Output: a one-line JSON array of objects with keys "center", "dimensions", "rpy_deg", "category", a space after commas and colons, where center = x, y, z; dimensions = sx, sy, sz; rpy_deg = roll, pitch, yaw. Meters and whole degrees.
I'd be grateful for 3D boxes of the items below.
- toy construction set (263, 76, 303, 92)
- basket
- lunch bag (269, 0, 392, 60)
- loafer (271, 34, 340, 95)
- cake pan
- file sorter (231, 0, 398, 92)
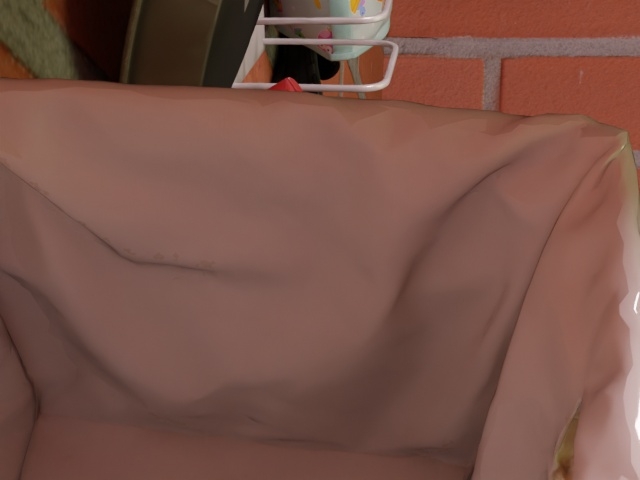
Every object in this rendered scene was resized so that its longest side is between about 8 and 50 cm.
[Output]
[{"center": [0.000, 0.000, 0.963], "dimensions": [0.237, 0.309, 0.257], "rpy_deg": [-47, 130, -71], "category": "toy construction set"}, {"center": [-0.055, 0.138, 0.466], "dimensions": [0.266, 0.331, 0.328], "rpy_deg": [91, 6, -52], "category": "basket"}, {"center": [0.012, -0.362, 1.390], "dimensions": [0.262, 0.160, 0.223], "rpy_deg": [-87, 175, -54], "category": "lunch bag"}, {"center": [-0.013, -0.230, 1.507], "dimensions": [0.076, 0.078, 0.223], "rpy_deg": [83, 12, -49], "category": "loafer"}, {"center": [-0.074, -0.205, 0.864], "dimensions": [0.293, 0.054, 0.293], "rpy_deg": [-161, -90, -89], "category": "cake pan"}, {"center": [-0.015, -0.300, 1.157], "dimensions": [0.193, 0.173, 0.277], "rpy_deg": [-72, 162, -65], "category": "file sorter"}]
